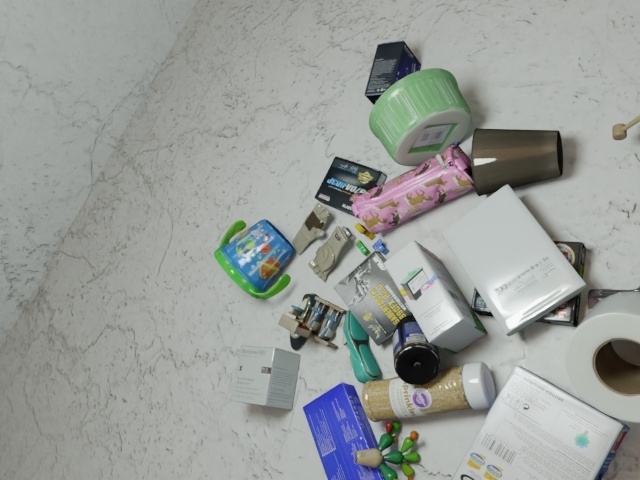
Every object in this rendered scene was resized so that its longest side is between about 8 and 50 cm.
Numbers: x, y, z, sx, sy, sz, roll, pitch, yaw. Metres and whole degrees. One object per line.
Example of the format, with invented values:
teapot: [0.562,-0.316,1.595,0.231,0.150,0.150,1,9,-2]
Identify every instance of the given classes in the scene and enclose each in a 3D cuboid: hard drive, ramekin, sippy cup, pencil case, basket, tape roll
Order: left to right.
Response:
sippy cup: [-0.224,0.051,2.001,0.224,0.240,0.305,-44,90,0]
pencil case: [0.288,-0.154,1.732,0.386,0.167,0.160,-26,31,27]
ramekin: [0.317,-0.368,1.727,0.303,0.303,0.148,-34,63,20]
hard drive: [0.508,0.048,1.502,0.233,0.047,0.353,-38,54,18]
basket: [0.564,-0.234,1.589,0.226,0.154,0.205,-1,82,31]
tape roll: [0.690,0.251,1.229,0.246,0.169,0.246,12,110,36]

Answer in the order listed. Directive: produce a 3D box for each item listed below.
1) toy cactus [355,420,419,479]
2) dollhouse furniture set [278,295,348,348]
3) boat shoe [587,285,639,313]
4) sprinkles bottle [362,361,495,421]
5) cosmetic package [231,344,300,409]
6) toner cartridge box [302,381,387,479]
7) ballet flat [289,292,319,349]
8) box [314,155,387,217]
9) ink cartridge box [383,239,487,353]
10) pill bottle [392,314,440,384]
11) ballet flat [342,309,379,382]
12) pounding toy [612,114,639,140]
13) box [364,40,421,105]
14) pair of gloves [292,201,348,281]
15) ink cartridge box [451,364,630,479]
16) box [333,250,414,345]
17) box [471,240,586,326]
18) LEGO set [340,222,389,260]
toy cactus: [0.188,0.596,1.520,0.180,0.112,0.219,3,56,-8]
dollhouse furniture set: [-0.012,0.252,1.779,0.129,0.183,0.129,22,85,39]
boat shoe: [0.781,0.135,1.316,0.285,0.102,0.092,-16,68,36]
sprinkles bottle: [0.293,0.423,1.536,0.355,0.121,0.121,-18,62,29]
cosmetic package: [-0.179,0.452,1.839,0.151,0.151,0.184,-4,70,33]
toner cartridge box: [0.082,0.616,1.638,0.165,0.075,0.348,-37,54,20]
ballet flat: [-0.067,0.270,1.885,0.074,0.074,0.203,21,85,39]
box: [0.104,-0.187,1.956,0.220,0.051,0.175,26,88,39]
ink cartridge box: [0.322,0.160,1.566,0.117,0.201,0.278,-38,54,17]
pill bottle: [0.261,0.295,1.545,0.123,0.123,0.219,-41,9,16]
ballet flat: [0.109,0.330,1.733,0.087,0.083,0.247,-41,50,33]
pounding toy: [0.836,-0.249,1.376,0.206,0.181,0.094,1,73,36]
box: [0.254,-0.561,1.933,0.108,0.153,0.207,6,77,37]
pair of gloves: [0.000,0.000,1.943,0.204,0.042,0.240,-59,44,24]
ink cartridge box: [0.502,0.537,1.321,0.270,0.151,0.396,28,88,40]
box: [0.179,0.176,1.711,0.183,0.056,0.231,-42,72,14]
box: [0.561,0.107,1.508,0.270,0.060,0.216,4,75,37]
LEGO set: [0.141,-0.001,1.829,0.087,0.093,0.227,-47,52,11]
